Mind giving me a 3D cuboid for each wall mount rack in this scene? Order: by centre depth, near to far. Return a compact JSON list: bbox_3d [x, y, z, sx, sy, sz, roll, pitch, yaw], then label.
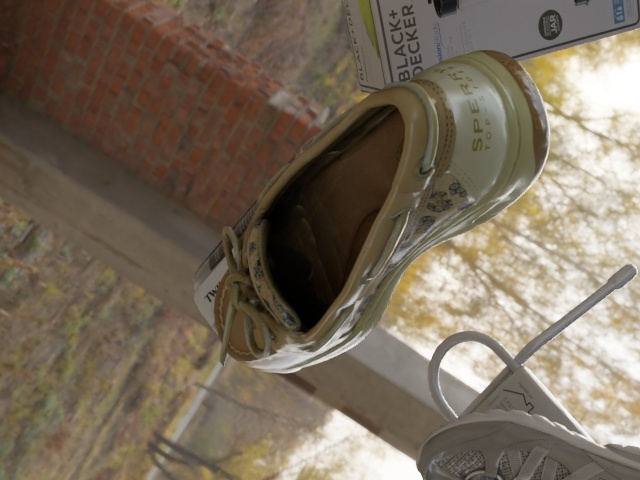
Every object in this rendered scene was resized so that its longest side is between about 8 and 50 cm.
[{"bbox_3d":[0.299,0.206,0.960,0.304,0.350,0.130,-51,152,21],"label":"wall mount rack"}]

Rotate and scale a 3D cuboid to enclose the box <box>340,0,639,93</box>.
[{"bbox_3d":[0.167,-0.258,0.860,0.289,0.169,0.087,-16,-161,-13],"label":"box"}]

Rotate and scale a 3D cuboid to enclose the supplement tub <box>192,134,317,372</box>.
[{"bbox_3d":[0.000,0.000,1.097,0.316,0.193,0.193,-49,-179,17],"label":"supplement tub"}]

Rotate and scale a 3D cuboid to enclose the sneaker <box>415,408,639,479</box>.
[{"bbox_3d":[0.221,0.242,0.823,0.115,0.281,0.105,-57,143,-47],"label":"sneaker"}]

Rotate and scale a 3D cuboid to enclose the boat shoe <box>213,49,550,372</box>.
[{"bbox_3d":[-0.002,-0.003,0.479,0.089,0.105,0.285,-12,156,-39],"label":"boat shoe"}]
